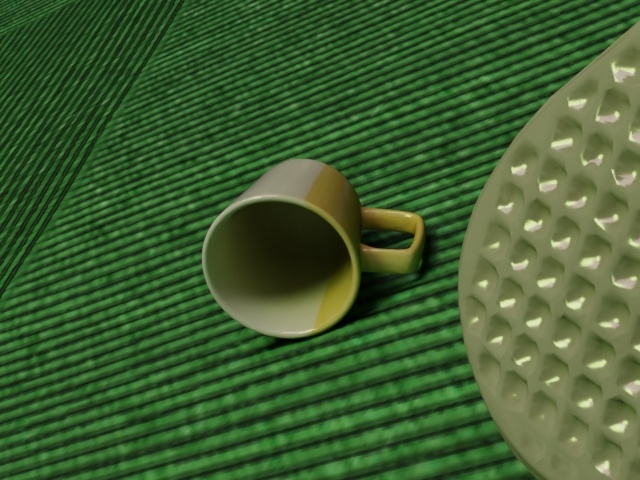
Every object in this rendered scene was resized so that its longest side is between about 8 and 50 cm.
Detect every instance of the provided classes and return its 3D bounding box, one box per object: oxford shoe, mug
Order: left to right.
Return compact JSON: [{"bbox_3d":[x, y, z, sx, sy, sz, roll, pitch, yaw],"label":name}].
[{"bbox_3d":[-0.004,0.001,0.561,0.062,0.078,0.064,-57,5,27],"label":"mug"},{"bbox_3d":[0.229,-0.026,0.278,0.449,0.169,0.130,-23,-15,35],"label":"oxford shoe"}]
